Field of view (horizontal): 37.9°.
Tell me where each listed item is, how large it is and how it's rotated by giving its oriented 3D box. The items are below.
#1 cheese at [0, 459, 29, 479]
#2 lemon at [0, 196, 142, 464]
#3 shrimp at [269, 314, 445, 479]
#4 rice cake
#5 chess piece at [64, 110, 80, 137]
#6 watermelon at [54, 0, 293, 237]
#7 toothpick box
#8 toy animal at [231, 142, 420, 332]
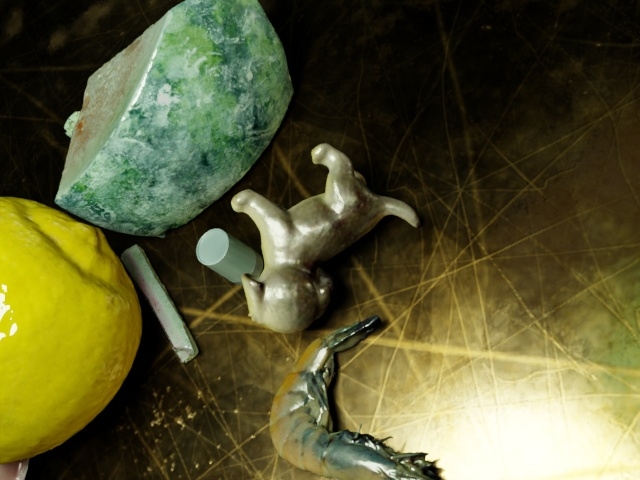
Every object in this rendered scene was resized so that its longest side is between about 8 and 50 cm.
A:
[{"bbox_3d":[-0.457,0.336,1.273,0.189,0.074,0.286,-42,59,9],"label":"cheese"},{"bbox_3d":[-0.400,0.114,1.186,0.348,0.348,0.348,-12,64,25],"label":"lemon"},{"bbox_3d":[0.061,0.185,1.055,0.262,0.051,0.198,14,76,37],"label":"shrimp"},{"bbox_3d":[-0.219,0.084,1.270,0.033,0.033,0.207,-37,56,0],"label":"rice cake"},{"bbox_3d":[-0.332,-0.152,1.393,0.067,0.103,0.067,-12,64,25],"label":"chess piece"},{"bbox_3d":[-0.211,-0.200,1.291,0.387,0.228,0.258,-53,45,11],"label":"watermelon"},{"bbox_3d":[-0.116,0.022,1.205,0.052,0.083,0.052,-12,63,25],"label":"toothpick box"},{"bbox_3d":[-0.016,-0.003,1.146,0.233,0.121,0.168,-42,71,-4],"label":"toy animal"}]
